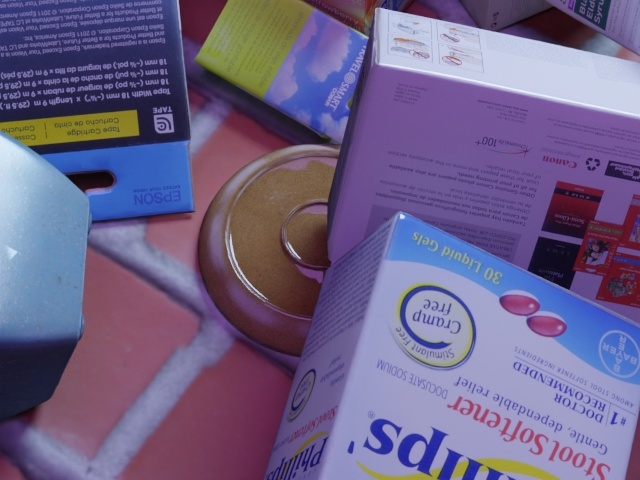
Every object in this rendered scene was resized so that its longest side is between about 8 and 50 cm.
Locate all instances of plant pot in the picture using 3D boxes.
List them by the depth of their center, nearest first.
[{"bbox_3d":[-0.340,0.037,1.575,0.252,0.247,0.248,10,59,-16],"label":"plant pot"},{"bbox_3d":[0.000,0.000,1.711,0.236,0.032,0.236,0,61,0],"label":"plant pot"}]

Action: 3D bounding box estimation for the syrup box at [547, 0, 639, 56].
[{"bbox_3d":[0.315,-0.228,1.669,0.096,0.093,0.237,-1,25,-28],"label":"syrup box"}]

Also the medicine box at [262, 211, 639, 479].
[{"bbox_3d":[0.111,0.170,1.500,0.263,0.149,0.289,25,59,-15],"label":"medicine box"}]

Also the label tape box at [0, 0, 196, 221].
[{"bbox_3d":[-0.254,-0.188,1.746,0.240,0.106,0.334,-5,101,-4],"label":"label tape box"}]

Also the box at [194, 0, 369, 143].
[{"bbox_3d":[-0.024,-0.180,1.780,0.178,0.042,0.109,31,95,14],"label":"box"}]

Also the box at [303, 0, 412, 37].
[{"bbox_3d":[-0.038,-0.338,1.836,0.300,0.142,0.154,31,65,15],"label":"box"}]

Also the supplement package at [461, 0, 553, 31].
[{"bbox_3d":[0.226,-0.352,1.820,0.203,0.194,0.149,-24,63,-14],"label":"supplement package"}]

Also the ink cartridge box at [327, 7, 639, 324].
[{"bbox_3d":[0.168,-0.038,1.629,0.309,0.272,0.130,12,30,-5],"label":"ink cartridge box"}]
